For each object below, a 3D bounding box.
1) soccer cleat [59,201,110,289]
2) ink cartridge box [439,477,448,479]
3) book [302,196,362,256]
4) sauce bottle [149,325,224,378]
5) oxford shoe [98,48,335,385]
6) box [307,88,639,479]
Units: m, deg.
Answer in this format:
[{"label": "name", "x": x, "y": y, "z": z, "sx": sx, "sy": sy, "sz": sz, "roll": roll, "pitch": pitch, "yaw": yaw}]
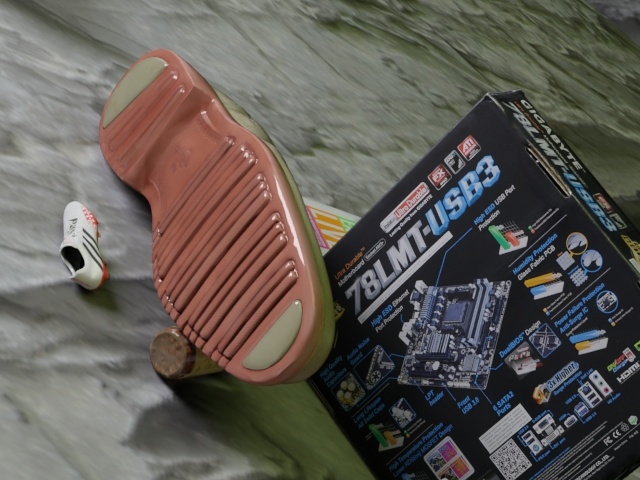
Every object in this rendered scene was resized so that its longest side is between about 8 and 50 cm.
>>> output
[{"label": "soccer cleat", "x": -0.188, "y": 0.001, "z": 1.274, "sx": 0.036, "sy": 0.029, "sz": 0.083, "roll": 20, "pitch": 41, "yaw": -47}, {"label": "ink cartridge box", "x": 0.052, "y": 0.269, "z": 1.186, "sx": 0.134, "sy": 0.078, "sz": 0.231, "roll": 53, "pitch": 29, "yaw": 15}, {"label": "book", "x": 0.000, "y": 0.000, "z": 1.538, "sx": 0.144, "sy": 0.035, "sz": 0.096, "roll": 18, "pitch": 34, "yaw": -40}, {"label": "sauce bottle", "x": -0.081, "y": 0.083, "z": 1.296, "sx": 0.042, "sy": 0.042, "sz": 0.128, "roll": 54, "pitch": 28, "yaw": 17}, {"label": "oxford shoe", "x": -0.054, "y": -0.016, "z": 1.322, "sx": 0.146, "sy": 0.140, "sz": 0.397, "roll": 31, "pitch": 21, "yaw": -37}, {"label": "box", "x": 0.139, "y": 0.083, "z": 1.324, "sx": 0.293, "sy": 0.295, "sz": 0.073, "roll": 53, "pitch": 28, "yaw": 16}]
